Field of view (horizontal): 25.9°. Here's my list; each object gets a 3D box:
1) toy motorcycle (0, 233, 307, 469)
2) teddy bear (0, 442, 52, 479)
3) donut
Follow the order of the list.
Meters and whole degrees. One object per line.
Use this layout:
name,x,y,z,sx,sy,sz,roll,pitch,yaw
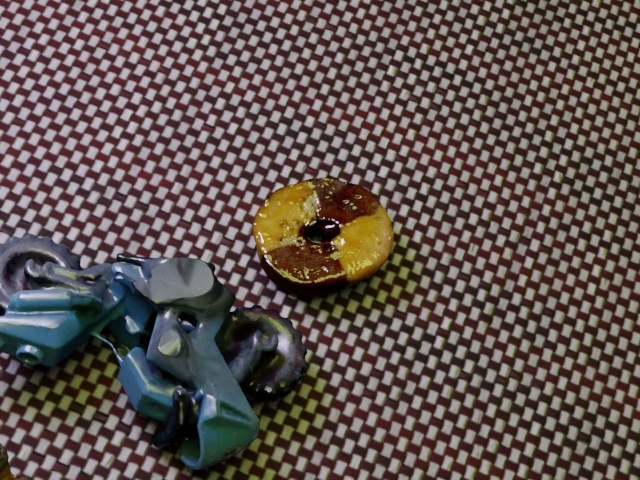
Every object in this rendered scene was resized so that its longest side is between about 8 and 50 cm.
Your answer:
toy motorcycle,-0.219,0.135,1.666,0.416,0.172,0.232,20,53,-10
teddy bear,-0.386,0.303,1.573,0.190,0.140,0.177,28,101,-6
donut,0.000,0.000,1.844,0.184,0.073,0.166,-23,69,-22
